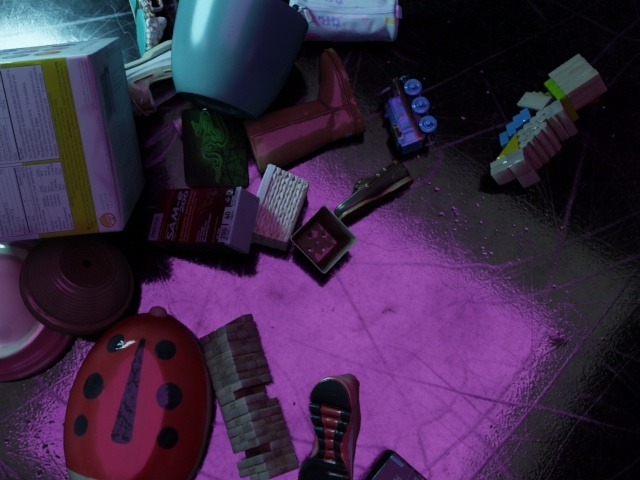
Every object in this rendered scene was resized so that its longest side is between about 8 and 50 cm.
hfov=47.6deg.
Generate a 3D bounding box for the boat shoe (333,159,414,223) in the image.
[{"bbox_3d":[0.113,-0.113,1.667,0.207,0.073,0.073,-30,77,-15],"label":"boat shoe"}]

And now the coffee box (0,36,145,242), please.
[{"bbox_3d":[-0.569,-0.213,1.477,0.334,0.338,0.338,-7,110,-3],"label":"coffee box"}]

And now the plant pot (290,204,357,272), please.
[{"bbox_3d":[0.000,0.000,1.614,0.109,0.096,0.109,-45,95,-10],"label":"plant pot"}]

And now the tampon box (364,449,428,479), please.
[{"bbox_3d":[0.142,0.532,1.491,0.120,0.101,0.161,40,79,9],"label":"tampon box"}]

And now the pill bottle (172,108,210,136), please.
[{"bbox_3d":[-0.302,-0.280,1.709,0.083,0.043,0.043,-25,78,-7],"label":"pill bottle"}]

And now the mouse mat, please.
[{"bbox_3d":[-0.244,-0.213,1.685,0.152,0.007,0.190,-1,79,-20],"label":"mouse mat"}]

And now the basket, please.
[{"bbox_3d":[-0.098,-0.068,1.629,0.103,0.113,0.167,21,77,0],"label":"basket"}]

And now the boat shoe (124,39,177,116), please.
[{"bbox_3d":[-0.424,-0.347,1.687,0.302,0.113,0.103,-39,75,-11],"label":"boat shoe"}]

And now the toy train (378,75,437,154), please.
[{"bbox_3d":[0.205,-0.297,1.709,0.105,0.080,0.184,-20,78,0],"label":"toy train"}]

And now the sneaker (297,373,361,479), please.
[{"bbox_3d":[0.041,0.426,1.512,0.115,0.136,0.314,11,99,24],"label":"sneaker"}]

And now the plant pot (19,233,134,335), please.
[{"bbox_3d":[-0.505,0.071,1.533,0.237,0.110,0.238,14,56,-22],"label":"plant pot"}]

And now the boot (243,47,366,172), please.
[{"bbox_3d":[-0.053,-0.309,1.701,0.269,0.089,0.236,-19,77,-5],"label":"boot"}]

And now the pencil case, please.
[{"bbox_3d":[0.055,-0.538,1.740,0.272,0.124,0.114,1,76,-2],"label":"pencil case"}]

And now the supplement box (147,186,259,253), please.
[{"bbox_3d":[-0.256,-0.044,1.580,0.239,0.073,0.130,0,73,33],"label":"supplement box"}]

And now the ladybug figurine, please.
[{"bbox_3d":[-0.381,0.354,1.492,0.304,0.162,0.450,5,76,0],"label":"ladybug figurine"}]

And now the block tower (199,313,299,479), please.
[{"bbox_3d":[-0.154,0.330,1.521,0.097,0.091,0.336,-2,69,-48],"label":"block tower"}]

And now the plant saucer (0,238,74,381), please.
[{"bbox_3d":[-0.693,0.138,1.578,0.331,0.084,0.332,0,76,-2],"label":"plant saucer"}]

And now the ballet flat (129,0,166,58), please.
[{"bbox_3d":[-0.415,-0.551,1.757,0.077,0.091,0.241,-9,79,-26],"label":"ballet flat"}]

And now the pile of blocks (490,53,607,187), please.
[{"bbox_3d":[0.529,-0.264,1.708,0.362,0.149,0.112,-49,125,-2],"label":"pile of blocks"}]

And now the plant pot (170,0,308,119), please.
[{"bbox_3d":[-0.198,-0.407,1.611,0.292,0.293,0.235,16,90,3],"label":"plant pot"}]
